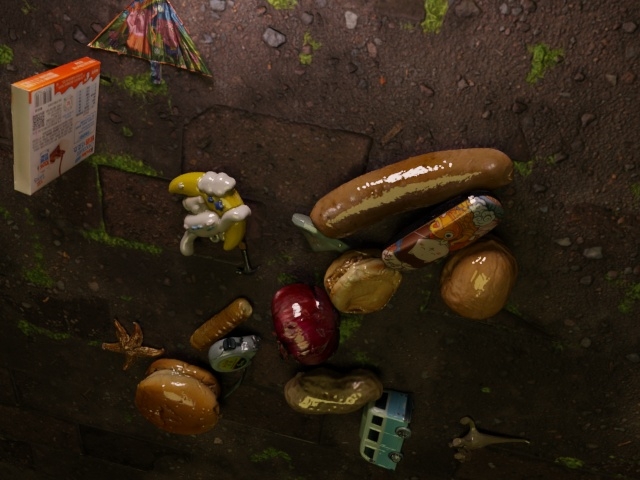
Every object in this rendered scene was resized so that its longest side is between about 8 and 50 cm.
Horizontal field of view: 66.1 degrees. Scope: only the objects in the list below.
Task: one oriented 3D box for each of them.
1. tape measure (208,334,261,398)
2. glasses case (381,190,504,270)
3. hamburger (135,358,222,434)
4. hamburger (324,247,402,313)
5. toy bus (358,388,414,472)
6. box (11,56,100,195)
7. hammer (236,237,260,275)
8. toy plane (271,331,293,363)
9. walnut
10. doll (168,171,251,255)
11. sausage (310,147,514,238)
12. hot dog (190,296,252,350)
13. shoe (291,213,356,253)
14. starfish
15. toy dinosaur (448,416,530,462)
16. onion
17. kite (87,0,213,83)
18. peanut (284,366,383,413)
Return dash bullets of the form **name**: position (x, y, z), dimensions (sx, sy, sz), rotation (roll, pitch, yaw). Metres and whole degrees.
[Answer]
- **tape measure**: position (-0.319, 0.425, 1.666), dimensions (0.163, 0.084, 0.330), rotation (11, 135, -24)
- **glasses case**: position (0.287, -0.015, 1.188), dimensions (0.122, 0.082, 0.321), rotation (23, 136, -38)
- **hamburger**: position (-0.495, 0.563, 1.741), dimensions (0.313, 0.170, 0.290), rotation (19, 130, -2)
- **hamburger**: position (0.114, 0.112, 1.335), dimensions (0.213, 0.108, 0.214), rotation (-11, 134, -11)
- **toy bus**: position (0.216, 0.636, 1.659), dimensions (0.164, 0.133, 0.272), rotation (13, 121, 10)
- **box**: position (-0.628, -0.280, 1.180), dimensions (0.048, 0.273, 0.265), rotation (20, 122, -2)
- **hammer**: position (-0.224, 0.017, 1.429), dimensions (0.078, 0.021, 0.201), rotation (2, 122, 16)
- **toy plane**: position (-0.119, 0.348, 1.606), dimensions (0.060, 0.037, 0.145), rotation (1, 126, 23)
- **walnut**: position (0.400, 0.091, 1.245), dimensions (0.192, 0.193, 0.226), rotation (15, 119, 2)
- **doll**: position (-0.306, -0.071, 1.337), dimensions (0.251, 0.111, 0.238), rotation (-6, 119, 19)
- **sausage**: position (0.203, -0.124, 1.188), dimensions (0.500, 0.123, 0.136), rotation (-18, 92, 17)
- **hot dog**: position (-0.325, 0.279, 1.588), dimensions (0.083, 0.068, 0.289), rotation (46, 120, -9)
- **shoe**: position (0.000, 0.000, 1.335), dimensions (0.195, 0.079, 0.078), rotation (26, 105, -12)
- **starfish**: position (-0.666, 0.373, 1.733), dimensions (0.240, 0.043, 0.228), rotation (6, 123, 5)
- **toy dinosaur**: position (0.543, 0.676, 1.667), dimensions (0.251, 0.072, 0.199), rotation (-39, 118, 16)
- **onion**: position (-0.035, 0.236, 1.404), dimensions (0.190, 0.246, 0.247), rotation (-22, 115, 12)
- **kite**: position (-0.400, -0.486, 1.156), dimensions (0.320, 0.016, 0.234), rotation (14, 123, 3)
- **peanut**: position (0.042, 0.487, 1.601), dimensions (0.324, 0.140, 0.154), rotation (-10, 77, 9)
